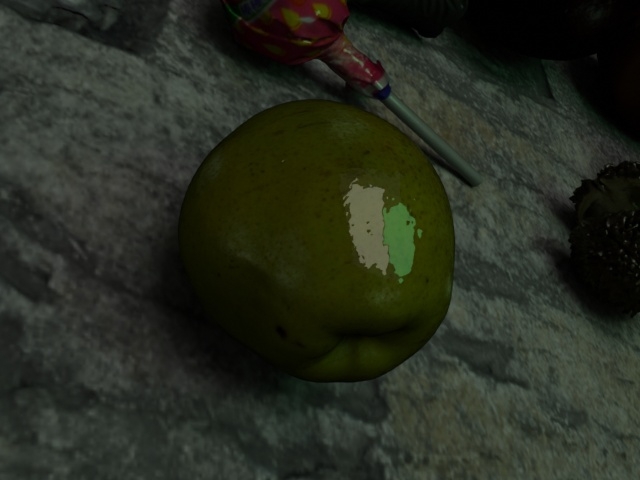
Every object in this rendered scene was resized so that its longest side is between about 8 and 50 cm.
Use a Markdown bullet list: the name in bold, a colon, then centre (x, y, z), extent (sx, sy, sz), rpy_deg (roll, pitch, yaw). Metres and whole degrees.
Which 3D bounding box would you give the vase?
- **vase**: centre (0.057, -0.302, 0.771), extent (0.238, 0.115, 0.115), rpy_deg (-7, 67, -39)

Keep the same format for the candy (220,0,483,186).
- **candy**: centre (0.053, -0.165, 0.687), extent (0.365, 0.124, 0.124), rpy_deg (36, 45, -27)

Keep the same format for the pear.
- **pear**: centre (0.000, 0.001, 0.465), extent (0.198, 0.198, 0.198), rpy_deg (21, 51, -28)

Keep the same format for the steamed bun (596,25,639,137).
- **steamed bun**: centre (0.595, -0.291, 1.092), extent (0.379, 0.248, 0.234), rpy_deg (26, 50, -37)

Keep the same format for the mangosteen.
- **mangosteen**: centre (0.341, -0.406, 0.888), extent (0.307, 0.347, 0.306), rpy_deg (17, 58, -29)

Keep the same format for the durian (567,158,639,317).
- **durian**: centre (0.386, 0.002, 0.804), extent (0.196, 0.167, 0.195), rpy_deg (1, 88, -35)
